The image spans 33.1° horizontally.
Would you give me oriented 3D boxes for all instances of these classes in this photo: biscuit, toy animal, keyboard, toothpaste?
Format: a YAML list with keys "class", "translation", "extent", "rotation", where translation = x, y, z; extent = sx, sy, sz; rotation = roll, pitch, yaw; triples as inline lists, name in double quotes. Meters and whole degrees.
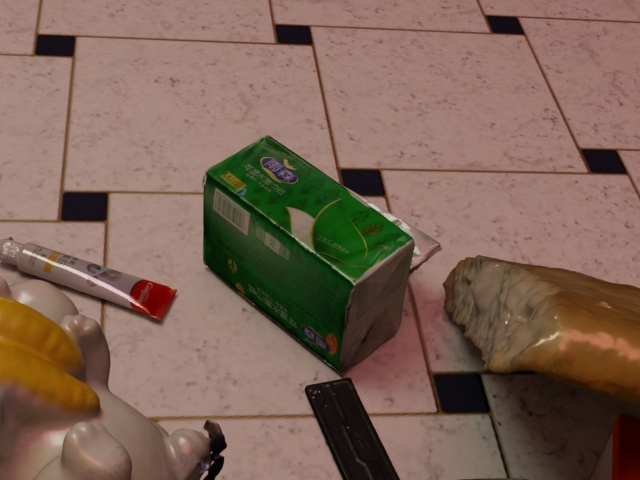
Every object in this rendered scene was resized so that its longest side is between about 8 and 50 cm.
- class: "biscuit"
  translation: [0.322, 0.102, 0.946]
  extent: [0.446, 0.104, 0.429]
  rotation: [17, 2, 7]
- class: "toy animal"
  translation: [-0.244, 0.140, 0.864]
  extent: [0.310, 0.247, 0.183]
  rotation: [34, 45, 16]
- class: "keyboard"
  translation: [0.033, 0.191, 1.013]
  extent: [0.053, 0.010, 0.155]
  rotation: [-8, 45, -20]
- class: "toothpaste"
  translation: [-0.246, 0.037, 1.120]
  extent: [0.190, 0.031, 0.048]
  rotation: [18, 39, 5]

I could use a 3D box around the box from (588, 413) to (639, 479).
- class: "box"
  translation: [0.255, 0.253, 0.862]
  extent: [0.099, 0.182, 0.133]
  rotation: [15, 39, 8]

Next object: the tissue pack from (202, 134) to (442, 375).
- class: "tissue pack"
  translation: [0.001, 0.001, 1.112]
  extent: [0.209, 0.148, 0.156]
  rotation: [35, 50, 26]

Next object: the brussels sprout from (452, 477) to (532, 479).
- class: "brussels sprout"
  translation: [0.098, 0.328, 0.603]
  extent: [0.361, 0.342, 0.425]
  rotation: [22, 64, -8]
